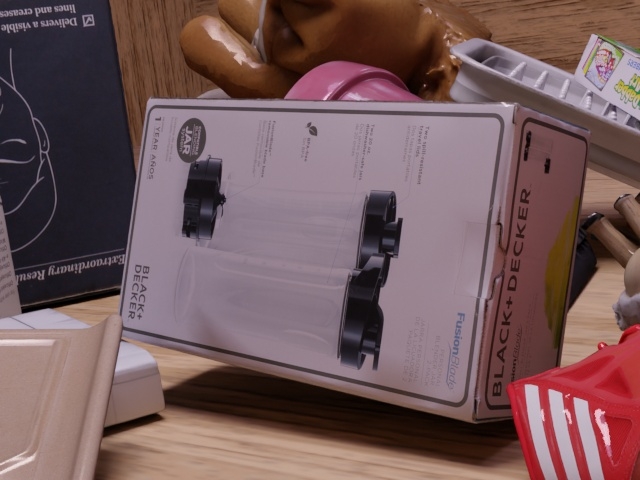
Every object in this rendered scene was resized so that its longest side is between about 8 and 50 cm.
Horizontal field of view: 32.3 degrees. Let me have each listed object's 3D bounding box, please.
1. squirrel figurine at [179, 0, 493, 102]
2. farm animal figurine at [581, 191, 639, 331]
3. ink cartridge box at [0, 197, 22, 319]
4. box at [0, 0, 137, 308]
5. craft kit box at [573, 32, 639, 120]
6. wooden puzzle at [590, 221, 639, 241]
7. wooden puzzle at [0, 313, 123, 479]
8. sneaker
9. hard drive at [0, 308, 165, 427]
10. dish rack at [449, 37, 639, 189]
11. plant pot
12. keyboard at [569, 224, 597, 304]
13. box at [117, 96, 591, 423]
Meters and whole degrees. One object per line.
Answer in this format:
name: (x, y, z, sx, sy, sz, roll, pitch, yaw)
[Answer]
squirrel figurine: (0.011, -0.153, 1.333, 0.397, 0.370, 0.281, 29, 30, -4)
farm animal figurine: (0.363, -0.050, 0.691, 0.330, 0.172, 0.326, -46, -17, 29)
ink cartridge box: (-0.394, -0.041, 0.908, 0.223, 0.308, 0.129, -6, 12, 8)
box: (-0.366, -0.129, 1.127, 0.293, 0.396, 0.212, -11, 9, -25)
craft kit box: (0.387, -0.102, 0.990, 0.249, 0.061, 0.247, 16, 20, -16)
wooden puzzle: (0.329, -0.013, 1.069, 0.116, 0.014, 0.078, -10, 10, -15)
wooden puzzle: (-0.226, 0.109, 0.562, 0.238, 0.044, 0.221, -4, 24, -2)
sneaker: (0.159, 0.047, 0.524, 0.128, 0.087, 0.221, -4, 27, 37)
hard drive: (-0.309, 0.115, 0.708, 0.353, 0.047, 0.233, -13, 12, -30)
dish rack: (0.277, -0.098, 1.053, 0.332, 0.072, 0.285, 25, 18, 8)
plant pot: (0.069, -0.064, 1.095, 0.180, 0.201, 0.201, 21, 25, 37)
keyboard: (0.121, -0.025, 0.844, 0.033, 0.201, 0.317, -47, -8, 25)
box: (0.008, 0.002, 0.678, 0.290, 0.169, 0.087, 6, -2, 41)
